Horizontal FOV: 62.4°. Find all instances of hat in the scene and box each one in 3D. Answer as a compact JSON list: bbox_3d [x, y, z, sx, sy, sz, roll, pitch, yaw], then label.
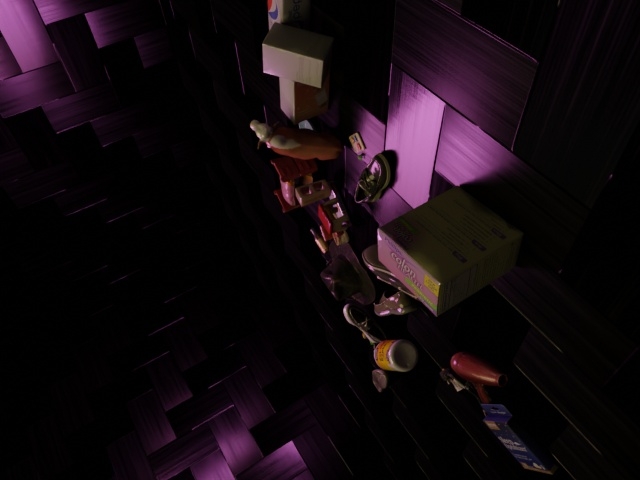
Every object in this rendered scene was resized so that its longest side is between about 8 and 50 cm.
[{"bbox_3d":[0.080,0.153,2.147,0.331,0.134,0.331,53,159,30],"label":"hat"}]

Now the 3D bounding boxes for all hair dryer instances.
[{"bbox_3d":[0.484,0.424,1.580,0.224,0.080,0.293,39,160,16],"label":"hair dryer"}]

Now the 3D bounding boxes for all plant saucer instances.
[{"bbox_3d":[-0.038,-0.385,1.887,0.119,0.021,0.119,51,158,30],"label":"plant saucer"}]

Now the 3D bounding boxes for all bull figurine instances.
[{"bbox_3d":[-0.082,-0.321,1.709,0.188,0.311,0.101,-127,49,-70],"label":"bull figurine"}]

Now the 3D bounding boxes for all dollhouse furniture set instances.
[{"bbox_3d":[-0.045,-0.135,1.964,0.201,0.152,0.374,90,157,-54],"label":"dollhouse furniture set"}]

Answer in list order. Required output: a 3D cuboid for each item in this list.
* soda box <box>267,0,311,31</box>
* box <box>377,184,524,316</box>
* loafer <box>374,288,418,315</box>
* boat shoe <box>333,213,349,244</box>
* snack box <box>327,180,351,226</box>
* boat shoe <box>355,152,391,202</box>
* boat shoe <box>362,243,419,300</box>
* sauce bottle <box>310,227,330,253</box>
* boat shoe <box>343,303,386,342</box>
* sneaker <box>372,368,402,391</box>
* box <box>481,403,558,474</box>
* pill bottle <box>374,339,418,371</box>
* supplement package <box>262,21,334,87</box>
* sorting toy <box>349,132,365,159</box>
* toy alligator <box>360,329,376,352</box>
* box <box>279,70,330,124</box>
[{"bbox_3d":[-0.090,-0.676,1.504,0.091,0.098,0.286,54,160,25],"label":"soda box"},{"bbox_3d":[0.292,0.017,1.213,0.213,0.243,0.117,46,155,39],"label":"box"},{"bbox_3d":[0.257,0.210,1.843,0.251,0.095,0.087,-24,81,67],"label":"loafer"},{"bbox_3d":[0.047,-0.056,2.058,0.170,0.059,0.063,57,161,16],"label":"boat shoe"},{"bbox_3d":[0.064,-0.135,1.960,0.178,0.022,0.064,67,163,-13],"label":"snack box"},{"bbox_3d":[0.151,-0.175,1.589,0.080,0.074,0.223,56,161,18],"label":"boat shoe"},{"bbox_3d":[0.239,0.105,1.679,0.335,0.112,0.095,32,148,60],"label":"boat shoe"},{"bbox_3d":[0.000,0.000,2.292,0.128,0.042,0.042,57,161,22],"label":"sauce bottle"},{"bbox_3d":[0.188,0.337,2.168,0.219,0.077,0.070,44,157,-14],"label":"boat shoe"},{"bbox_3d":[0.280,0.545,2.162,0.083,0.118,0.222,54,166,20],"label":"sneaker"},{"bbox_3d":[0.560,0.570,1.526,0.225,0.037,0.136,50,161,5],"label":"box"},{"bbox_3d":[0.281,0.440,2.028,0.117,0.117,0.215,62,161,3],"label":"pill bottle"},{"bbox_3d":[-0.064,-0.525,1.496,0.180,0.105,0.105,18,151,5],"label":"supplement package"},{"bbox_3d":[0.116,-0.287,1.625,0.083,0.012,0.062,65,161,-7],"label":"sorting toy"},{"bbox_3d":[0.216,0.401,2.265,0.189,0.056,0.051,67,-157,-16],"label":"toy alligator"},{"bbox_3d":[-0.049,-0.466,1.632,0.091,0.130,0.170,54,160,27],"label":"box"}]
